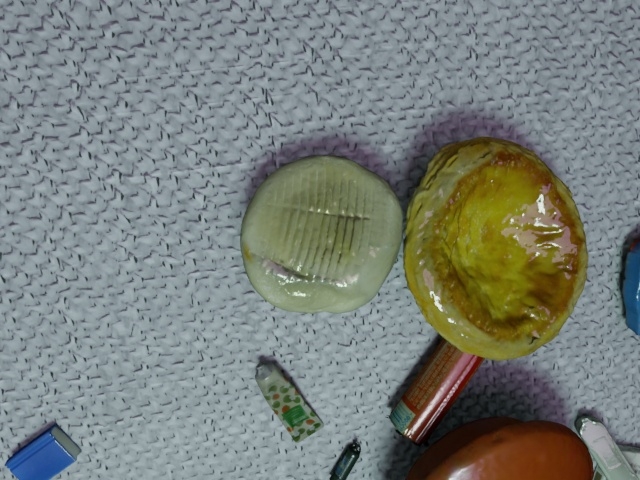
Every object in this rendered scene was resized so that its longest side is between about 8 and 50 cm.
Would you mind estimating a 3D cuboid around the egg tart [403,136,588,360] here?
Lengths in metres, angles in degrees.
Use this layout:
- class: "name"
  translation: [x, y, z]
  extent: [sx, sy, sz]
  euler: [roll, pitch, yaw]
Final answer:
- class: "egg tart"
  translation: [0.239, 0.010, 0.658]
  extent: [0.318, 0.128, 0.319]
  euler: [0, 88, -18]

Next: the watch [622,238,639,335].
- class: "watch"
  translation: [0.637, 0.056, 0.652]
  extent: [0.241, 0.274, 0.306]
  euler: [-1, 106, -7]

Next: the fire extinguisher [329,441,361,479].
- class: "fire extinguisher"
  translation: [0.047, 0.376, 0.764]
  extent: [0.038, 0.025, 0.083]
  euler: [21, 99, -49]

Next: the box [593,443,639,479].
- class: "box"
  translation: [0.557, 0.481, 0.846]
  extent: [0.109, 0.029, 0.199]
  euler: [12, 98, -9]

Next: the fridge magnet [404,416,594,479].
- class: "fridge magnet"
  translation: [0.269, 0.427, 0.713]
  extent: [0.363, 0.155, 0.364]
  euler: [-7, 113, -16]

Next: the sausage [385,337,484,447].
- class: "sausage"
  translation: [0.212, 0.203, 0.725]
  extent: [0.083, 0.083, 0.264]
  euler: [33, 94, -12]

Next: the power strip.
- class: "power strip"
  translation: [0.518, 0.394, 0.799]
  extent: [0.047, 0.030, 0.191]
  euler: [-32, 87, 11]

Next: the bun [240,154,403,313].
- class: "bun"
  translation: [0.000, 0.000, 0.633]
  extent: [0.229, 0.145, 0.230]
  euler: [-1, 68, 2]

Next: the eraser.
- class: "eraser"
  translation: [-0.425, 0.334, 0.692]
  extent: [0.084, 0.027, 0.063]
  euler: [-35, 104, 0]

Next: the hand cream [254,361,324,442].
- class: "hand cream"
  translation: [-0.055, 0.261, 0.728]
  extent: [0.057, 0.037, 0.165]
  euler: [-31, 109, -1]
